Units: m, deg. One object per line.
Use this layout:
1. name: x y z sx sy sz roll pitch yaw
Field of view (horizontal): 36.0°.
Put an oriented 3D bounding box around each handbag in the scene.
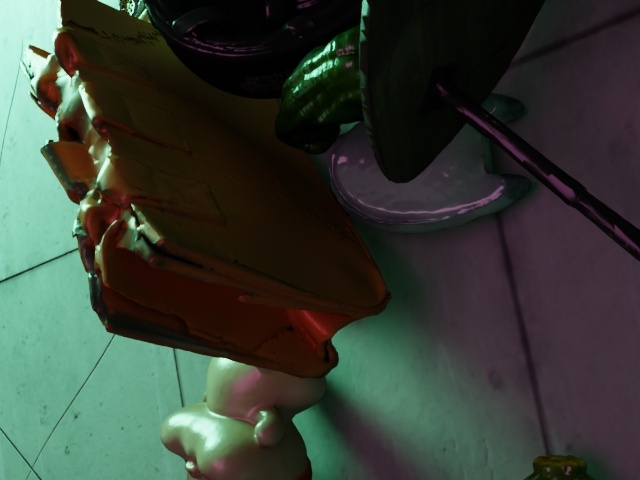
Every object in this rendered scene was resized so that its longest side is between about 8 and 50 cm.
1. handbag: -0.124 -0.058 0.969 0.116 0.303 0.410 -51 44 23

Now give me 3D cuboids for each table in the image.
1. table: 0.222 -0.164 0.743 0.249 0.317 0.317 31 110 28

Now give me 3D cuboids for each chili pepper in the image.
1. chili pepper: 0.014 -0.133 0.897 0.257 0.100 0.074 163 105 -70

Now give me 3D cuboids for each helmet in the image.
1. helmet: -0.035 -0.247 1.015 0.278 0.160 0.231 -11 62 -1

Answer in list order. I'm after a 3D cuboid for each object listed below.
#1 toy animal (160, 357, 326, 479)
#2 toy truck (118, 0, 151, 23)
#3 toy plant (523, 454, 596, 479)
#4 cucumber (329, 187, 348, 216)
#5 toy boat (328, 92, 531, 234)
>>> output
1. toy animal: -0.077 0.203 1.052 0.171 0.171 0.198 12 84 41
2. toy truck: -0.205 -0.239 1.226 0.191 0.085 0.116 -49 64 27
3. toy plant: 0.210 0.267 0.848 0.092 0.092 0.162 -8 81 41
4. cucumber: 0.000 0.000 1.072 0.039 0.039 0.168 35 109 36
5. toy boat: 0.107 -0.073 0.966 0.207 0.079 0.134 -12 80 30
